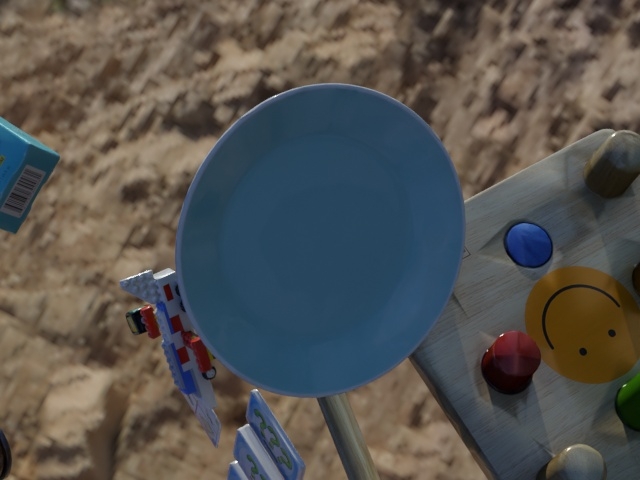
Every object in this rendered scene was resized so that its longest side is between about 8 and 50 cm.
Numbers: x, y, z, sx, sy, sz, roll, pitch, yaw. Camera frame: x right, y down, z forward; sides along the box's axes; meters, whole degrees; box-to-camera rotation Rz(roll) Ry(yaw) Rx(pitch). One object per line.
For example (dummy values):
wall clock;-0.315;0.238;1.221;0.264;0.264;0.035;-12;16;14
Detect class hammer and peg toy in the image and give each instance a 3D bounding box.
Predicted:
hammer and peg toy;0.146;0.082;1.137;0.361;0.266;0.127;-26;-16;-21

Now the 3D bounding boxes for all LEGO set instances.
LEGO set;-0.103;0.133;1.266;0.060;0.244;0.182;-24;-25;-22

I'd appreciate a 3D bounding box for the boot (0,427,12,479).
boot;-0.247;0.152;0.913;0.114;0.037;0.106;-22;-16;-38

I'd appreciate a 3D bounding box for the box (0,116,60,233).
box;-0.404;-0.110;1.671;0.100;0.244;0.060;-60;-26;2

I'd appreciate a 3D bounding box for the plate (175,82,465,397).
plate;0.000;0.000;0.910;0.188;0.188;0.024;-61;27;-4
